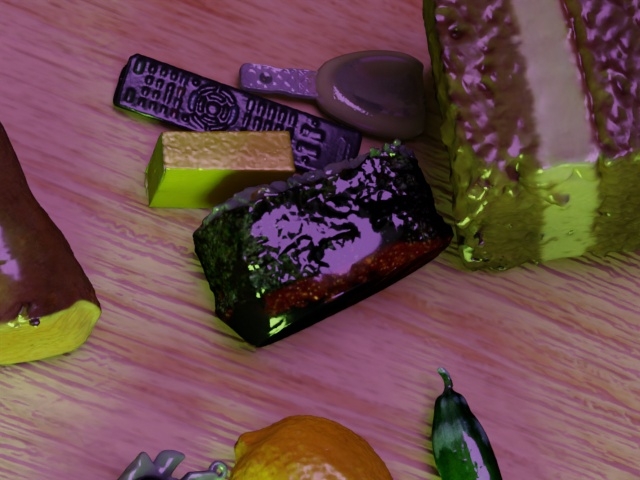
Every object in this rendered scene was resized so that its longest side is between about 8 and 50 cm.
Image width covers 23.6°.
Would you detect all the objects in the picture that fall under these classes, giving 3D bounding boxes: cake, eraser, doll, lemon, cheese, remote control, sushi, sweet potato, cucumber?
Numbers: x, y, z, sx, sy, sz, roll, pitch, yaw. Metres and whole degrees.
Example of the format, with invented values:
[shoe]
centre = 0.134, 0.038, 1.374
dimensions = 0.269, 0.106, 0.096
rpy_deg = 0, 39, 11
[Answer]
[cake]
centre = 0.245, -0.141, 1.427
dimensions = 0.290, 0.256, 0.282
rpy_deg = -11, 71, 2
[eraser]
centre = -0.095, -0.064, 1.419
dimensions = 0.122, 0.097, 0.045
rpy_deg = -1, 71, -18
[doll]
centre = -0.161, 0.238, 1.288
dimensions = 0.195, 0.070, 0.096
rpy_deg = -28, 94, -19
[lemon]
centre = -0.002, 0.232, 1.301
dimensions = 0.142, 0.142, 0.187
rpy_deg = -40, 91, -27
[cheese]
centre = 0.013, -0.151, 1.524
dimensions = 0.192, 0.037, 0.097
rpy_deg = 5, 66, -15
[remote control]
centre = -0.079, -0.115, 1.487
dimensions = 0.245, 0.025, 0.063
rpy_deg = 19, 65, -10
[sushi]
centre = 0.000, 0.000, 1.403
dimensions = 0.225, 0.136, 0.126
rpy_deg = -25, 80, -18
[sweet potato]
centre = -0.317, -0.047, 1.327
dimensions = 0.131, 0.131, 0.337
rpy_deg = -27, 77, -25
[cucumber]
centre = 0.144, 0.236, 1.396
dimensions = 0.056, 0.056, 0.250
rpy_deg = -13, 74, -22
